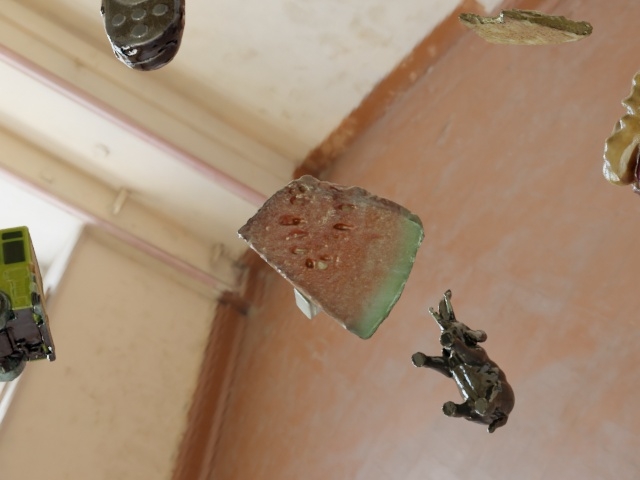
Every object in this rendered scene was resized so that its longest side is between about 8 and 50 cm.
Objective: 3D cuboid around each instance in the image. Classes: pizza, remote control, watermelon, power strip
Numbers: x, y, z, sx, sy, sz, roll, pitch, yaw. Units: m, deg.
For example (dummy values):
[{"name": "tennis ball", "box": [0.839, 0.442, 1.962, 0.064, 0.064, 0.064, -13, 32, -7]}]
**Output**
[{"name": "pizza", "box": [0.336, -0.373, 1.730, 0.181, 0.262, 0.034, 4, 91, 49]}, {"name": "remote control", "box": [-0.185, -0.290, 1.047, 0.066, 0.090, 0.265, 78, -176, -62]}, {"name": "watermelon", "box": [0.000, 0.000, 1.391, 0.192, 0.257, 0.140, -62, 29, 3]}, {"name": "power strip", "box": [-0.005, 0.081, 1.703, 0.075, 0.042, 0.175, -40, -16, -10]}]

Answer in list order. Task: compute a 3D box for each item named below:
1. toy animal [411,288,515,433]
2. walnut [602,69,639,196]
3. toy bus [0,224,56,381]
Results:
[{"name": "toy animal", "box": [0.211, 0.177, 1.536, 0.082, 0.137, 0.269, -41, 54, 27]}, {"name": "walnut", "box": [0.455, -0.118, 1.083, 0.269, 0.244, 0.222, -47, -13, 22]}, {"name": "toy bus", "box": [-0.437, 0.079, 1.100, 0.128, 0.262, 0.150, 97, 160, -53]}]
